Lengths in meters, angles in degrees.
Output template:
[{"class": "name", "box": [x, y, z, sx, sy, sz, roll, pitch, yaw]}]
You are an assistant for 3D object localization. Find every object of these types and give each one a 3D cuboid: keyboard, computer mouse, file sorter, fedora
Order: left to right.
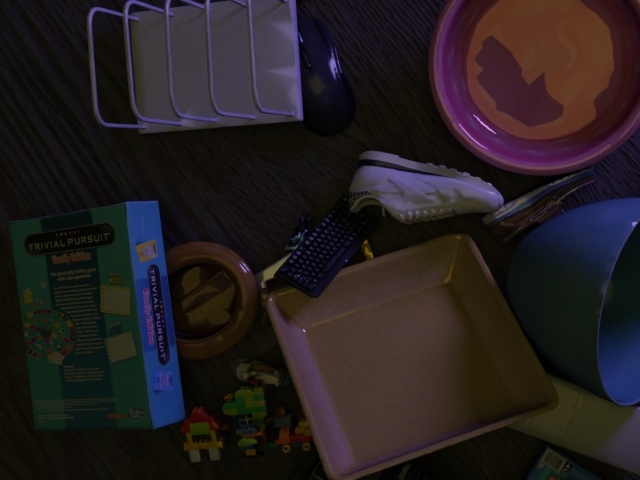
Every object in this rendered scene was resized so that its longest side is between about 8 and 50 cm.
[{"class": "file sorter", "box": [-0.190, -0.267, 1.529, 0.277, 0.173, 0.193, -2, 93, 20]}, {"class": "fedora", "box": [-0.186, 0.092, 1.611, 0.194, 0.079, 0.195, 0, 92, 9]}, {"class": "computer mouse", "box": [-0.059, -0.280, 1.598, 0.184, 0.060, 0.262, -16, 89, 6]}, {"class": "keyboard", "box": [0.000, 0.000, 1.563, 0.108, 0.023, 0.180, 29, 59, 22]}]

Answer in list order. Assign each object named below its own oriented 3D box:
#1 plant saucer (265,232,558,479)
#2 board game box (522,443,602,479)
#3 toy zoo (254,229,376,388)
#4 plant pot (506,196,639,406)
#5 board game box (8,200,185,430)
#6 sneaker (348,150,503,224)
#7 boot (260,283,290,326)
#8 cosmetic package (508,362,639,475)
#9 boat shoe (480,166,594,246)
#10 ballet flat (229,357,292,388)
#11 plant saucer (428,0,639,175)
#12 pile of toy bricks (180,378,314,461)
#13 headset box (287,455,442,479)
[{"class": "plant saucer", "box": [0.123, 0.173, 1.478, 0.332, 0.081, 0.333, -18, 52, -6]}, {"class": "board game box", "box": [0.349, 0.437, 1.526, 0.160, 0.047, 0.210, 32, 76, 14]}, {"class": "toy zoo", "box": [0.018, 0.117, 1.610, 0.192, 0.030, 0.293, -20, 89, 7]}, {"class": "plant pot", "box": [0.384, 0.068, 1.465, 0.195, 0.290, 0.290, 16, 94, 41]}, {"class": "board game box", "box": [-0.348, 0.121, 1.587, 0.253, 0.079, 0.336, -7, 90, 31]}, {"class": "sneaker", "box": [0.159, -0.064, 1.554, 0.235, 0.090, 0.095, 12, 75, 18]}, {"class": "boot", "box": [-0.050, 0.082, 1.582, 0.086, 0.042, 0.119, 5, 91, 9]}, {"class": "cosmetic package", "box": [0.381, 0.257, 1.521, 0.237, 0.127, 0.107, 23, 93, 8]}, {"class": "boat shoe", "box": [0.338, -0.051, 1.556, 0.183, 0.066, 0.066, -27, 92, 17]}, {"class": "ballet flat", "box": [-0.100, 0.209, 1.607, 0.114, 0.041, 0.041, 8, 92, 24]}, {"class": "plant saucer", "box": [0.328, -0.264, 1.511, 0.332, 0.084, 0.332, 3, 104, 14]}, {"class": "pile of toy bricks", "box": [-0.100, 0.264, 1.564, 0.212, 0.118, 0.105, -8, 97, 11]}, {"class": "headset box", "box": [0.068, 0.431, 1.505, 0.283, 0.131, 0.246, 33, 131, 6]}]
